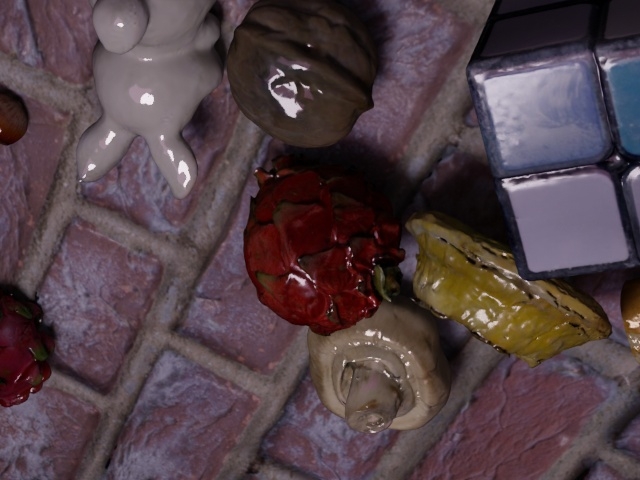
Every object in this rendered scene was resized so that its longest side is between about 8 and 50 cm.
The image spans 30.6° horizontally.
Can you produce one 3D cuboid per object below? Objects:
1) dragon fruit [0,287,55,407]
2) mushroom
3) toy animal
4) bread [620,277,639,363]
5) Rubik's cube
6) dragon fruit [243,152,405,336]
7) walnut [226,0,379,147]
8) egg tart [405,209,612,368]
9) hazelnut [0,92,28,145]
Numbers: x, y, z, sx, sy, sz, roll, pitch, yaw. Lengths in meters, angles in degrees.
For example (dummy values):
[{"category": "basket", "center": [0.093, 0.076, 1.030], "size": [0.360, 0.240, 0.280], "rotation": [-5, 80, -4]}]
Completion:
[{"category": "dragon fruit", "center": [-0.599, 0.172, 2.086], "size": [0.218, 0.198, 0.272], "rotation": [-30, 88, -14]}, {"category": "mushroom", "center": [0.086, 0.212, 1.865], "size": [0.260, 0.234, 0.254], "rotation": [35, 130, -5]}, {"category": "toy animal", "center": [-0.253, -0.244, 1.677], "size": [0.196, 0.241, 0.367], "rotation": [14, 124, 11]}, {"category": "bread", "center": [0.494, 0.125, 1.749], "size": [0.073, 0.122, 0.149], "rotation": [-14, 115, 28]}, {"category": "Rubik's cube", "center": [0.384, -0.167, 1.480], "size": [0.313, 0.316, 0.318], "rotation": [-8, 117, 22]}, {"category": "dragon fruit", "center": [0.000, 0.000, 1.753], "size": [0.244, 0.298, 0.244], "rotation": [-15, 149, -10]}, {"category": "walnut", "center": [-0.022, -0.239, 1.639], "size": [0.224, 0.224, 0.224], "rotation": [8, 123, 13]}, {"category": "egg tart", "center": [0.250, 0.081, 1.683], "size": [0.345, 0.345, 0.132], "rotation": [30, 91, -3]}, {"category": "hazelnut", "center": [-0.516, -0.197, 1.897], "size": [0.086, 0.086, 0.086], "rotation": [8, 123, 13]}]
